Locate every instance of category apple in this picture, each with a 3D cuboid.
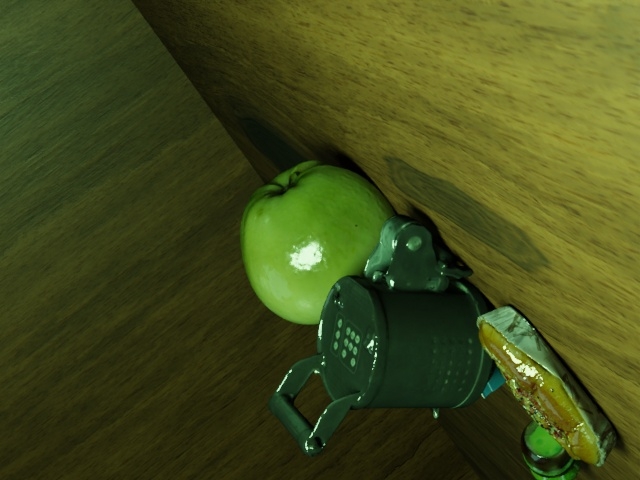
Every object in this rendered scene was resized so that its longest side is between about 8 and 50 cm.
[{"bbox_3d":[0.000,0.000,1.906,0.254,0.292,0.292,59,172,-18],"label":"apple"}]

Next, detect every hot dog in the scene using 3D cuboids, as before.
[{"bbox_3d":[0.317,0.207,1.567,0.268,0.075,0.144,52,175,8],"label":"hot dog"}]

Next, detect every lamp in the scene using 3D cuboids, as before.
[{"bbox_3d":[0.133,0.169,1.708,0.272,0.374,0.205,25,-174,-27],"label":"lamp"}]

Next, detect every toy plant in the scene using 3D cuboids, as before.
[{"bbox_3d":[0.392,0.366,1.883,0.093,0.093,0.162,48,173,35],"label":"toy plant"}]

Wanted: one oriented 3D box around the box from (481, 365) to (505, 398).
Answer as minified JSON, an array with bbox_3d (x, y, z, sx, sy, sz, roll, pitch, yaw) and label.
[{"bbox_3d":[0.236,0.161,1.918,0.194,0.073,0.139,46,172,44],"label":"box"}]
